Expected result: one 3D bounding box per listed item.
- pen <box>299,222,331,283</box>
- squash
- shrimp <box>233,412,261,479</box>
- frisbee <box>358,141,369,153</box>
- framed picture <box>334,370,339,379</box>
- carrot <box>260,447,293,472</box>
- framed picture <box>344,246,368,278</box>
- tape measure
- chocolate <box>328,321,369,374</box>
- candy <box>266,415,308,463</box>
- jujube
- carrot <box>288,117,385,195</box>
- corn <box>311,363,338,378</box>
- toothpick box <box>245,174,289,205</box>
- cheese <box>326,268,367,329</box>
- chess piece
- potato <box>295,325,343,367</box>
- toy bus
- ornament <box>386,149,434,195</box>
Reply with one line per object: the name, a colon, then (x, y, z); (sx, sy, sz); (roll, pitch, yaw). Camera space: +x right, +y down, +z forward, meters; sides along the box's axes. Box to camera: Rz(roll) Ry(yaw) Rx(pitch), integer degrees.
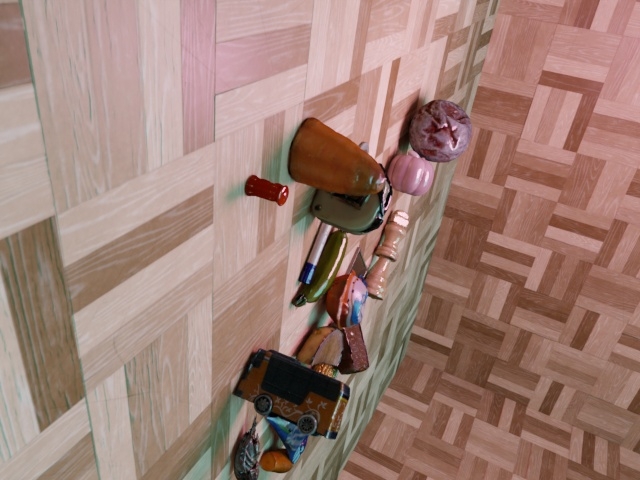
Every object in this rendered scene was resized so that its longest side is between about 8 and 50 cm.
pen: (0.000, 0.000, 1.559); (0.269, 0.033, 0.033); (-69, 161, -4)
squash: (0.017, 0.083, 1.630); (0.318, 0.080, 0.071); (-60, -164, -24)
shrimp: (-0.206, 0.606, 1.538); (0.090, 0.079, 0.233); (-25, 127, -70)
frisbee: (0.128, -0.257, 1.674); (0.110, 0.014, 0.110); (-54, 156, -39)
framed picture: (0.042, 0.555, 2.232); (0.296, 0.019, 0.232); (-61, 159, -26)
carrot: (-0.143, 0.770, 1.849); (0.087, 0.087, 0.193); (-66, 162, -12)
framed picture: (0.132, 0.150, 2.082); (0.184, 0.016, 0.250); (-65, 160, -15)
tape measure: (0.100, -0.140, 1.440); (0.235, 0.207, 0.115); (-66, 158, -4)
chocolate: (0.102, 0.396, 2.010); (0.148, 0.093, 0.214); (19, 53, -60)
candy: (-0.091, 0.606, 1.809); (0.187, 0.077, 0.331); (-52, 138, -37)
jujube: (0.461, -0.418, 2.068); (0.215, 0.246, 0.308); (-46, 167, 35)
carrot: (0.049, -0.180, 1.243); (0.159, 0.225, 0.159); (-48, 151, -37)
corn: (0.027, 0.479, 2.015); (0.091, 0.091, 0.260); (-61, 172, 30)
toothpick box: (-0.108, -0.102, 1.092); (0.047, 0.083, 0.047); (-55, 156, -39)
cheese: (0.105, 0.199, 1.879); (0.329, 0.129, 0.217); (-20, 121, -72)
chess piece: (0.282, 0.053, 2.252); (0.397, 0.117, 0.117); (-68, 161, -10)
potato: (-0.002, 0.350, 1.799); (0.243, 0.098, 0.138); (30, 77, -64)
toy bus: (-0.071, 0.404, 1.405); (0.138, 0.275, 0.167); (60, 50, -65)
ornament: (0.343, -0.257, 2.014); (0.177, 0.177, 0.177); (-53, 155, -39)
